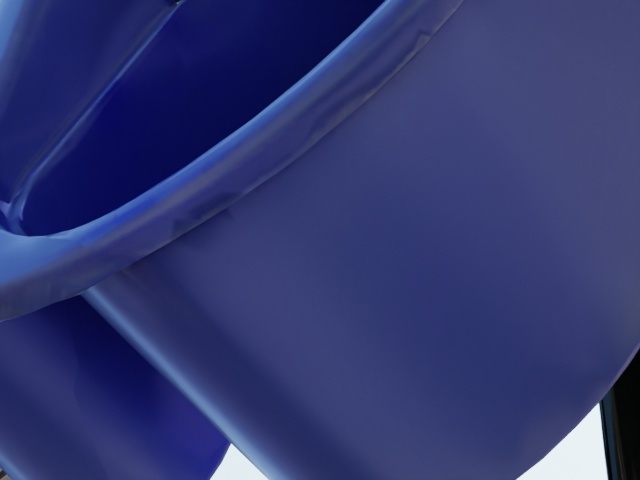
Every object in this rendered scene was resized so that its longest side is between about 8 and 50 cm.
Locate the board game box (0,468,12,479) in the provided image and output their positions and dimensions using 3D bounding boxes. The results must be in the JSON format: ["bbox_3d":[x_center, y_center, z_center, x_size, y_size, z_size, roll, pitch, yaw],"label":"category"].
[{"bbox_3d":[-0.155,0.145,1.029,0.141,0.048,0.170,-38,-68,-12],"label":"board game box"}]

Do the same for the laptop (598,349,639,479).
[{"bbox_3d":[0.319,-0.047,1.016,0.236,0.382,0.408,50,-146,-77],"label":"laptop"}]

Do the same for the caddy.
[{"bbox_3d":[-0.009,-0.066,0.604,0.179,0.241,0.341,56,-132,-26],"label":"caddy"}]
